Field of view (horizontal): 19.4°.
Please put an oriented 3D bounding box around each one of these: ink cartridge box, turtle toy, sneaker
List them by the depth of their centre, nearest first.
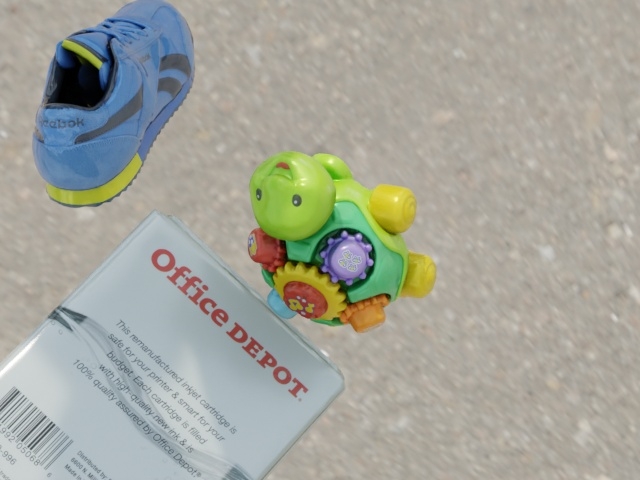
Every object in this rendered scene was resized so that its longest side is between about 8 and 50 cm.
[{"bbox_3d":[0.000,0.000,0.971,0.095,0.130,0.066,9,49,28],"label":"turtle toy"},{"bbox_3d":[-0.110,0.110,1.049,0.153,0.087,0.208,44,70,2],"label":"ink cartridge box"},{"bbox_3d":[-0.130,-0.111,1.194,0.069,0.082,0.209,3,38,14],"label":"sneaker"}]
